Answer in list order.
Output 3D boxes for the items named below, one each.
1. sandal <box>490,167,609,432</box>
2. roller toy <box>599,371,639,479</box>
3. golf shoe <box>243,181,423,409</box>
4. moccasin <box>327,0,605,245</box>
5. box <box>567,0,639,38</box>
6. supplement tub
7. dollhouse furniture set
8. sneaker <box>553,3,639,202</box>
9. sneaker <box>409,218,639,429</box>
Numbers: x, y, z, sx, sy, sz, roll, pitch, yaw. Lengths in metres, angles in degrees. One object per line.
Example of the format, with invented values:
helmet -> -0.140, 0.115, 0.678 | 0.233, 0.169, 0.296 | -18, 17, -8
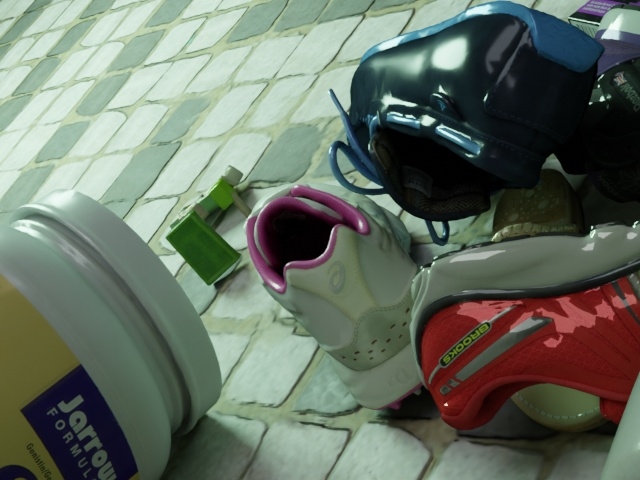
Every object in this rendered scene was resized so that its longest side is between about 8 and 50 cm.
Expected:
sandal -> 0.130, 0.015, 0.842 | 0.088, 0.079, 0.240 | -28, 31, 20
roller toy -> 0.213, 0.087, 0.518 | 0.209, 0.191, 0.146 | 24, 56, 10
golf shoe -> 0.000, 0.000, 0.959 | 0.115, 0.140, 0.306 | -43, 27, -2
moccasin -> 0.072, -0.072, 0.913 | 0.342, 0.138, 0.116 | 146, 144, -79
box -> 0.282, -0.198, 1.004 | 0.162, 0.029, 0.116 | -38, 28, -11
supplement tub -> -0.257, 0.136, 0.925 | 0.331, 0.241, 0.241 | -39, 25, -28
dollhouse furniture set -> -0.094, -0.014, 1.211 | 0.076, 0.058, 0.151 | -42, 8, 12
sneaker -> 0.236, -0.065, 0.827 | 0.124, 0.107, 0.283 | -51, 21, -5
sneaker -> 0.188, 0.048, 0.724 | 0.279, 0.107, 0.118 | -12, 78, 20
